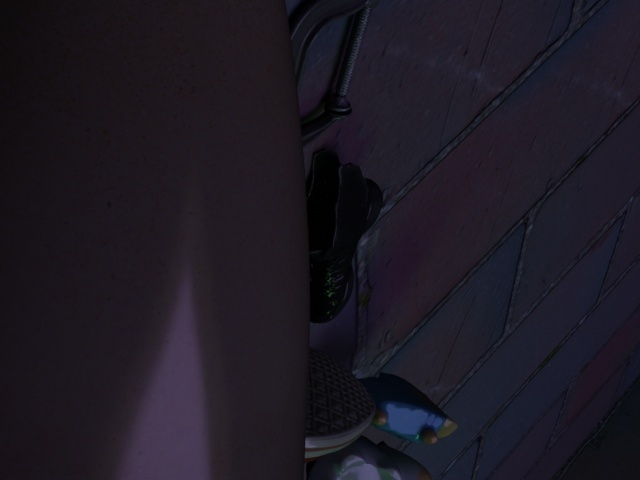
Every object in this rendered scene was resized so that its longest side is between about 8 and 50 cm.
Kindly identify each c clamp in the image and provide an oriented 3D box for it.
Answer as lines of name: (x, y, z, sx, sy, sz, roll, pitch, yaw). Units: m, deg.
c clamp: (0.014, -0.134, 0.916, 0.137, 0.022, 0.160, -28, 146, -47)

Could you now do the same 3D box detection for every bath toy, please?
bath toy: (0.004, 0.304, 1.309, 0.151, 0.129, 0.348, 32, 94, -24)

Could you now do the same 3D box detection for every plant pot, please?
plant pot: (-0.108, -0.028, 0.588, 0.256, 0.256, 0.274, -14, 120, -57)

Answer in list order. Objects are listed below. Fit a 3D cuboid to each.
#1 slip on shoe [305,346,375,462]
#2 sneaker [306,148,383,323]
slip on shoe: (-0.079, 0.170, 1.071, 0.331, 0.123, 0.101, -17, 148, -48)
sneaker: (0.002, 0.001, 1.063, 0.089, 0.051, 0.170, -15, 132, -56)
